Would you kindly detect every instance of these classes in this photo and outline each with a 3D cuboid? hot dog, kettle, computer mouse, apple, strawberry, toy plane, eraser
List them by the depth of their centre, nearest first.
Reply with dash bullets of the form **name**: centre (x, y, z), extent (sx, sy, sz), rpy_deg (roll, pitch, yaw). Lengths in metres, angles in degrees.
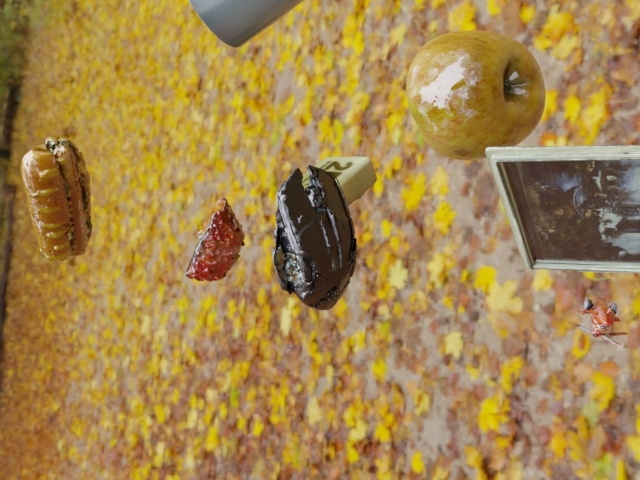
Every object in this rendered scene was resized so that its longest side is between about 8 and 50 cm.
- **kettle**: centre (-0.059, -0.399, 1.080), extent (0.243, 0.160, 0.211), rpy_deg (-27, 86, 20)
- **computer mouse**: centre (0.000, 0.000, 1.334), extent (0.077, 0.146, 0.242), rpy_deg (7, 114, 50)
- **hot dog**: centre (-0.432, -0.065, 1.424), extent (0.115, 0.072, 0.269), rpy_deg (-56, -17, -36)
- **strawberry**: centre (-0.184, 0.005, 1.542), extent (0.140, 0.085, 0.192), rpy_deg (-93, 29, -71)
- **eraser**: centre (0.010, -0.095, 1.557), extent (0.117, 0.172, 0.058), rpy_deg (7, 124, 39)
- **apple**: centre (0.304, -0.284, 1.647), extent (0.264, 0.264, 0.264), rpy_deg (-171, 90, -66)
- **toy plane**: centre (0.599, 0.161, 1.821), extent (0.126, 0.194, 0.077), rpy_deg (15, 101, 22)

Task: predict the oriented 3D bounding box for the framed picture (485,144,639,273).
- **framed picture**: centre (0.350, -0.028, 1.087), extent (0.232, 0.296, 0.019), rpy_deg (1, 60, 26)
